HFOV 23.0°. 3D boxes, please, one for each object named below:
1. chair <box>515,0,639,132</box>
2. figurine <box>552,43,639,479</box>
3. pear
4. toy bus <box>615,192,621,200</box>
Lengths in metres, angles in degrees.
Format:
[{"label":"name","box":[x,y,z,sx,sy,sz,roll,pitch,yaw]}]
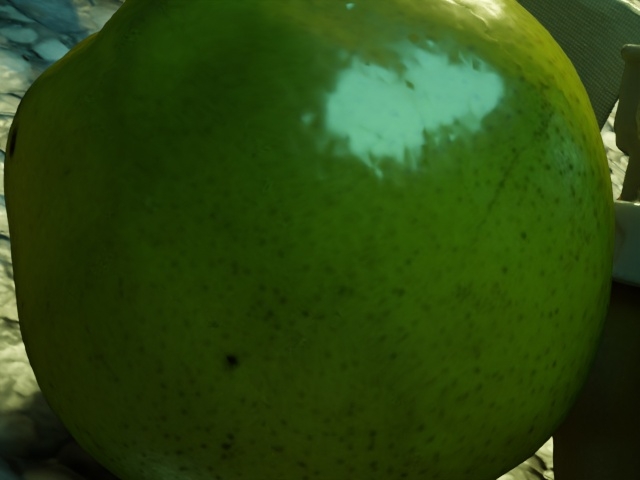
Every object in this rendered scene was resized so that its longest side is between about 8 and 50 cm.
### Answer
[{"label":"chair","box":[0.119,-0.213,1.244,0.319,0.160,0.186,32,32,10]},{"label":"figurine","box":[0.200,0.042,0.830,0.167,0.284,0.342,14,-1,22]},{"label":"pear","box":[0.000,0.000,0.730,0.294,0.294,0.294,21,32,-14]},{"label":"toy bus","box":[0.272,0.041,1.064,0.194,0.088,0.083,43,33,18]}]
